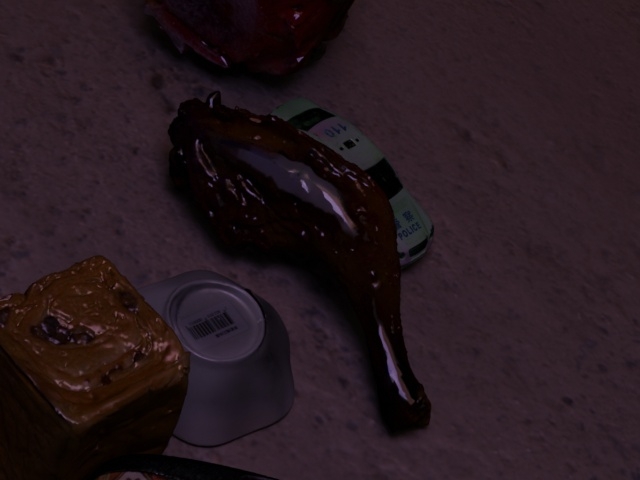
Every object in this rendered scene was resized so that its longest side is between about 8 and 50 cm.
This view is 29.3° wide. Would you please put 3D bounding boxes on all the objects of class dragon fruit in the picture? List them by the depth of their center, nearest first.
[{"bbox_3d":[-0.050,-0.339,1.383,0.250,0.269,0.291,41,51,0],"label":"dragon fruit"}]

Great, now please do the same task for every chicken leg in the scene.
[{"bbox_3d":[0.000,0.000,1.197,0.158,0.096,0.407,-37,76,-6],"label":"chicken leg"}]

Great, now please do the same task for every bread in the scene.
[{"bbox_3d":[-0.207,0.120,0.996,0.149,0.143,0.158,-19,61,-41],"label":"bread"}]

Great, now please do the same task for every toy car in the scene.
[{"bbox_3d":[0.031,-0.066,1.301,0.224,0.076,0.090,44,47,17],"label":"toy car"}]

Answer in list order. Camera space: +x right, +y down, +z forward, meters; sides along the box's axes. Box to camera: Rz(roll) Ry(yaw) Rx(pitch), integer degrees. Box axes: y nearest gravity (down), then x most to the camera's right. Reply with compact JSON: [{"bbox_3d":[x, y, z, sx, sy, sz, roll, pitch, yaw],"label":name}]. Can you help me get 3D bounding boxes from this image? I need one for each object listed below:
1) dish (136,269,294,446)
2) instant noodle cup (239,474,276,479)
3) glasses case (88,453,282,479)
[{"bbox_3d":[-0.101,0.090,1.118,0.190,0.066,0.191,12,48,-13],"label":"dish"},{"bbox_3d":[-0.006,0.298,0.804,0.243,0.244,0.255,18,74,-8],"label":"instant noodle cup"},{"bbox_3d":[-0.035,0.249,0.970,0.320,0.122,0.082,18,46,-8],"label":"glasses case"}]
